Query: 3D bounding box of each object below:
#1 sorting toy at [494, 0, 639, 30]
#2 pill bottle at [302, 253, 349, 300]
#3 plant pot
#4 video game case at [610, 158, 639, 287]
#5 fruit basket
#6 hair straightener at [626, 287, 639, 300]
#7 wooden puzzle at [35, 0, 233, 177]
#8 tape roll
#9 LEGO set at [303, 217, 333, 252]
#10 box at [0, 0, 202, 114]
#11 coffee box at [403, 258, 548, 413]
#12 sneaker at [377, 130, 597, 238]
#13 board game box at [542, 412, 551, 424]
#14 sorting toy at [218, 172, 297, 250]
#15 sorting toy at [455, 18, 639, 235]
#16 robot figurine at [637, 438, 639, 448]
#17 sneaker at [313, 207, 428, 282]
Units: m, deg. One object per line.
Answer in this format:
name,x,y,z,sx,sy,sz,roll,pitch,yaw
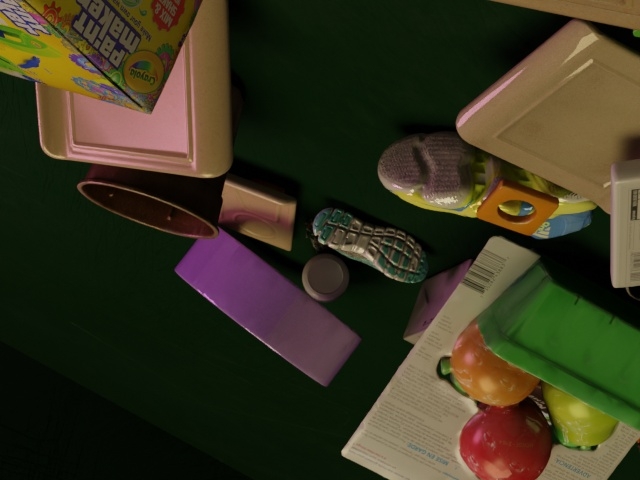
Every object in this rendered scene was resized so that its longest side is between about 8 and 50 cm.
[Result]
sorting toy,0.108,-0.267,0.853,0.307,0.041,0.229,18,154,26
pill bottle,0.007,0.053,1.610,0.067,0.067,0.120,22,176,2
plant pot,-0.169,-0.107,1.293,0.166,0.165,0.167,17,168,4
video game case,0.380,-0.022,1.076,0.206,0.026,0.227,-7,151,11
fruit basket,0.251,0.197,1.427,0.327,0.165,0.353,27,114,-13
hair straightener,0.413,0.082,1.298,0.230,0.089,0.047,42,-170,-40
wooden puzzle,-0.192,-0.184,1.168,0.238,0.221,0.044,8,-163,29
tape roll,-0.074,0.091,1.624,0.274,0.090,0.275,38,175,3
LEGO set,-0.003,-0.001,1.592,0.054,0.023,0.083,5,152,37
box,-0.271,-0.259,0.881,0.279,0.177,0.290,18,169,22
coffee box,0.259,0.135,1.554,0.246,0.098,0.141,28,158,-14
sneaker,0.182,-0.046,1.223,0.240,0.091,0.126,11,156,26
board game box,0.348,0.244,1.801,0.160,0.039,0.211,32,157,-23
sorting toy,-0.123,-0.059,1.566,0.193,0.038,0.208,21,163,4
sorting toy,0.248,-0.112,1.021,0.196,0.047,0.347,26,144,-20
robot figurine,0.527,0.244,1.484,0.211,0.085,0.291,-12,165,-5
sneaker,0.066,0.005,1.515,0.166,0.065,0.076,28,174,-5
